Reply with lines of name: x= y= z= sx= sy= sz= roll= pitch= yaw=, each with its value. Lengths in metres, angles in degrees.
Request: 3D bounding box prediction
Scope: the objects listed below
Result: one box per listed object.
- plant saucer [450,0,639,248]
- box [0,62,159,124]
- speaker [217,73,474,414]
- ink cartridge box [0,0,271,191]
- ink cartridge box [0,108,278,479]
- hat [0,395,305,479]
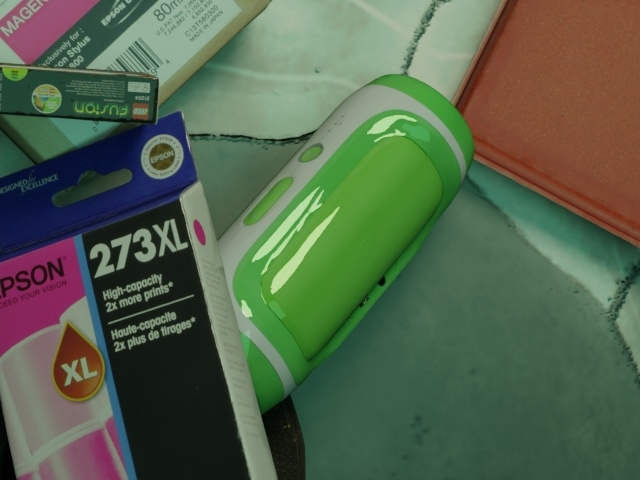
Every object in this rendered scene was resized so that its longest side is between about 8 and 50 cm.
plant saucer: x=0.260 y=-0.148 z=1.385 sx=0.258 sy=0.048 sz=0.259 roll=27 pitch=87 yaw=-13
box: x=-0.227 y=-0.113 z=1.153 sx=0.206 sy=0.114 sz=0.036 roll=3 pitch=97 yaw=-11
speaker: x=0.000 y=0.000 z=1.260 sx=0.131 sy=0.131 sz=0.296 roll=47 pitch=65 yaw=-12
ink cartridge box: x=-0.189 y=-0.186 z=1.258 sx=0.234 sy=0.088 sz=0.193 roll=-45 pitch=103 yaw=-5
ink cartridge box: x=-0.145 y=0.093 z=1.136 sx=0.175 sy=0.069 sz=0.371 roll=-19 pitch=72 yaw=13
hat: x=-0.178 y=0.197 z=1.250 sx=0.331 sy=0.134 sz=0.331 roll=12 pitch=64 yaw=-25
